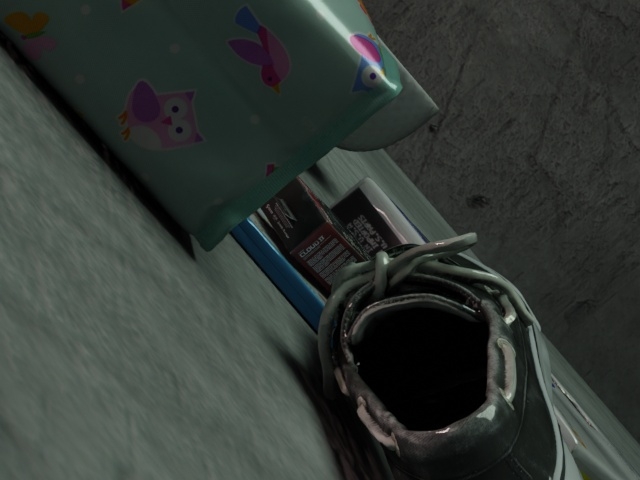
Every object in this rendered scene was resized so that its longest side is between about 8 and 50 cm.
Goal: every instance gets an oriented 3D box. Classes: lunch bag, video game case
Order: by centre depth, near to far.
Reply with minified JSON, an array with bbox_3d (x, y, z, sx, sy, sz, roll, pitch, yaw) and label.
[{"bbox_3d":[-0.078,-0.142,1.031,0.223,0.160,0.262,48,11,-13],"label":"lunch bag"},{"bbox_3d":[-0.010,0.022,1.199,0.119,0.015,0.166,50,6,-5],"label":"video game case"}]

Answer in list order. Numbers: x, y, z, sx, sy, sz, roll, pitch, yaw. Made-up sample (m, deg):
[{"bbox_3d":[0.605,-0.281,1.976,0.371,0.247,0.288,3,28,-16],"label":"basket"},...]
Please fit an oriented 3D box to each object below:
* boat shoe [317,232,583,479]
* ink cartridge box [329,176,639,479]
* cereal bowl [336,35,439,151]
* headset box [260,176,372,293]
[{"bbox_3d":[0.051,0.054,0.961,0.306,0.113,0.105,-94,159,-66],"label":"boat shoe"},{"bbox_3d":[0.153,0.118,1.612,0.303,0.072,0.307,52,4,32],"label":"ink cartridge box"},{"bbox_3d":[-0.036,-0.214,1.932,0.339,0.141,0.339,49,6,-7],"label":"cereal bowl"},{"bbox_3d":[0.000,0.000,1.170,0.083,0.032,0.062,44,7,-40],"label":"headset box"}]
